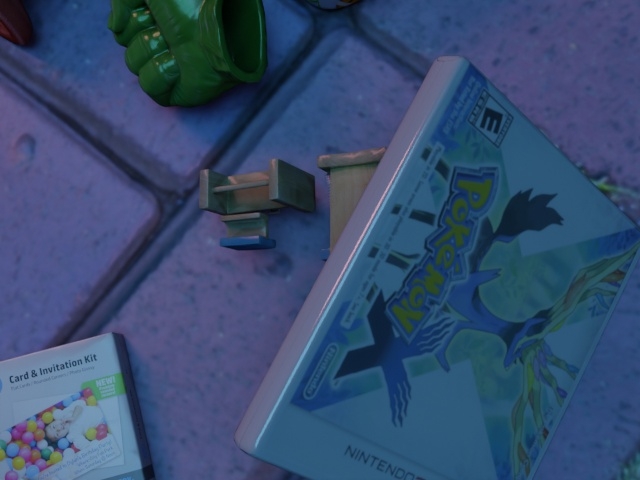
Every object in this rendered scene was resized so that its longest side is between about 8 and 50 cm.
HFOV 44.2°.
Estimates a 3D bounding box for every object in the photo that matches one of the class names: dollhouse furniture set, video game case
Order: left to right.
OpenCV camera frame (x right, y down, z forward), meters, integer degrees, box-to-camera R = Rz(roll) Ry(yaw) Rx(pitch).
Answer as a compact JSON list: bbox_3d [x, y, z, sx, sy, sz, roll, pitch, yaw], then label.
[{"bbox_3d":[0.000,0.000,0.730,0.184,0.129,0.129,-4,80,26],"label":"dollhouse furniture set"},{"bbox_3d":[0.123,0.069,0.651,0.300,0.036,0.328,33,81,-34],"label":"video game case"}]

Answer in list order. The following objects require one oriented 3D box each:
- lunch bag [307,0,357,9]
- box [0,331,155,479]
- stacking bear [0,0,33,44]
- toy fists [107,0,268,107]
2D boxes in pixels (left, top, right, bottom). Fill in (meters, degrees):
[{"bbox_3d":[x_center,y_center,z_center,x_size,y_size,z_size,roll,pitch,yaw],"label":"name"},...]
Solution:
[{"bbox_3d":[0.066,-0.387,0.784,0.303,0.115,0.243,-34,83,-2],"label":"lunch bag"},{"bbox_3d":[-0.238,0.193,0.734,0.145,0.038,0.186,-14,79,-1],"label":"box"},{"bbox_3d":[-0.296,-0.373,0.777,0.175,0.164,0.289,31,78,7],"label":"stacking bear"},{"bbox_3d":[-0.144,-0.266,0.743,0.142,0.096,0.279,-2,101,34],"label":"toy fists"}]
